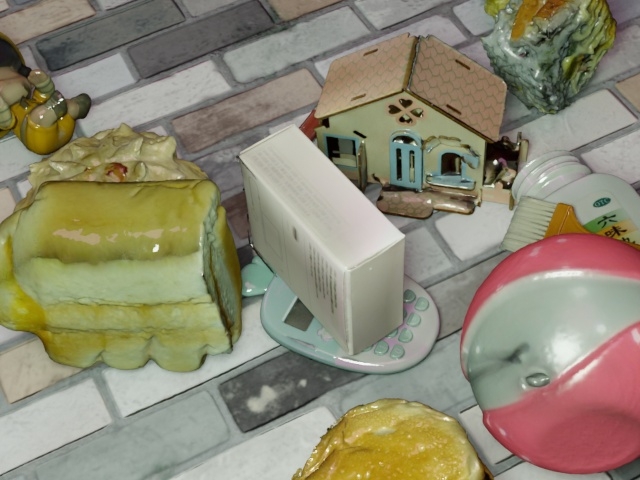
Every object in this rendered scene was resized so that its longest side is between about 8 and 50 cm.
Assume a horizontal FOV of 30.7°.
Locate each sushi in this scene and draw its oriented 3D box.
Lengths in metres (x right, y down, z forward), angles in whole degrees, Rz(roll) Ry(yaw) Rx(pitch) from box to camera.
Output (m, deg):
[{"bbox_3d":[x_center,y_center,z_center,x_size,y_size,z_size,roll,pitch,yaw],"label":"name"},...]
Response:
[{"bbox_3d":[0.353,-0.310,1.799,0.139,0.274,0.184,35,88,30],"label":"sushi"}]

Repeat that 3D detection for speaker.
[{"bbox_3d":[0.310,0.130,1.436,0.294,0.294,0.294,-2,52,3],"label":"speaker"}]

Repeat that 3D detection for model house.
[{"bbox_3d":[0.147,-0.171,1.718,0.326,0.244,0.169,10,52,11],"label":"model house"}]

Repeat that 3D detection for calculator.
[{"bbox_3d":[0.023,0.092,1.650,0.298,0.041,0.185,19,56,16],"label":"calculator"}]

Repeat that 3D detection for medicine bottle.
[{"bbox_3d":[0.387,0.020,1.618,0.179,0.124,0.324,-30,52,5],"label":"medicine bottle"}]

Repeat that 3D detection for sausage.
[{"bbox_3d":[0.016,-0.228,1.902,0.034,0.034,0.253,21,56,20],"label":"sausage"}]

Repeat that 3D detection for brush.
[{"bbox_3d":[0.374,0.012,1.533,0.314,0.017,0.090,20,87,43],"label":"brush"}]

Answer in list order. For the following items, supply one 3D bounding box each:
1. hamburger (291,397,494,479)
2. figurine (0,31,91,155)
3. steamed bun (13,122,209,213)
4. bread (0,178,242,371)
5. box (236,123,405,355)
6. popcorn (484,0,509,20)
[{"bbox_3d":[0.095,0.324,1.393,0.244,0.163,0.244,-7,52,9],"label":"hamburger"},{"bbox_3d":[-0.512,-0.224,1.863,0.257,0.167,0.192,35,36,17],"label":"figurine"},{"bbox_3d":[-0.328,-0.070,1.750,0.295,0.137,0.292,35,66,25],"label":"steamed bun"},{"bbox_3d":[-0.277,0.032,1.568,0.341,0.300,0.210,-4,50,8],"label":"bread"},{"bbox_3d":[0.000,0.000,1.566,0.106,0.203,0.252,-29,56,-19],"label":"box"},{"bbox_3d":[0.370,-0.435,1.969,0.195,0.174,0.168,-3,30,14],"label":"popcorn"}]
